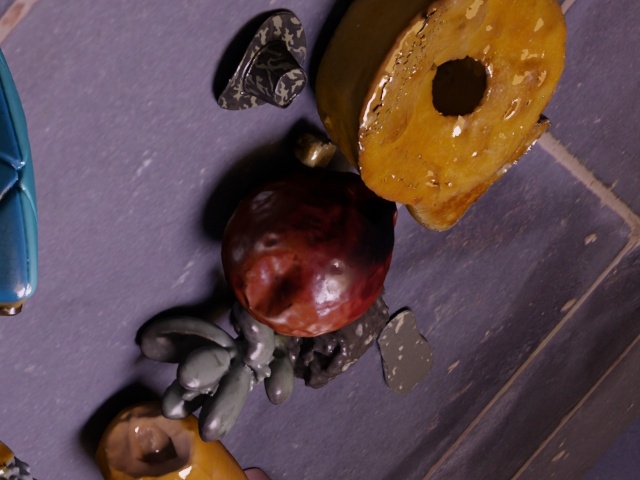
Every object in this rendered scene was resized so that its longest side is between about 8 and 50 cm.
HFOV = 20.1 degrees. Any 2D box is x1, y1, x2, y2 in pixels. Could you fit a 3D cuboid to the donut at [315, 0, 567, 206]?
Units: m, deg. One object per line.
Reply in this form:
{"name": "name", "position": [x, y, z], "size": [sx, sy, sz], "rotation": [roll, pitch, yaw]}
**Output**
{"name": "donut", "position": [0.112, -0.169, 1.780], "size": [0.277, 0.108, 0.277], "rotation": [-29, 141, -27]}

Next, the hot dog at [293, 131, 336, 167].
{"name": "hot dog", "position": [-0.009, -0.093, 1.828], "size": [0.030, 0.034, 0.090], "rotation": [-62, 173, 7]}

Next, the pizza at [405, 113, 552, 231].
{"name": "pizza", "position": [0.171, -0.097, 2.069], "size": [0.193, 0.053, 0.201], "rotation": [-26, 150, -16]}

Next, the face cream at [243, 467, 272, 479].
{"name": "face cream", "position": [-0.095, 0.380, 2.316], "size": [0.149, 0.104, 0.149], "rotation": [-36, 154, -21]}

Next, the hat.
{"name": "hat", "position": [-0.042, -0.151, 1.664], "size": [0.121, 0.050, 0.121], "rotation": [-39, 157, -20]}

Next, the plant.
{"name": "plant", "position": [-0.056, 0.108, 1.917], "size": [0.274, 0.146, 0.149], "rotation": [-27, 152, -37]}

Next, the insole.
{"name": "insole", "position": [0.112, 0.152, 2.417], "size": [0.081, 0.011, 0.248], "rotation": [-43, 156, -10]}

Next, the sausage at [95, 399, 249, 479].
{"name": "sausage", "position": [-0.154, 0.273, 2.038], "size": [0.134, 0.116, 0.354], "rotation": [-11, 158, 5]}

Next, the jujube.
{"name": "jujube", "position": [0.000, 0.000, 1.830], "size": [0.236, 0.168, 0.168], "rotation": [-40, 160, -54]}

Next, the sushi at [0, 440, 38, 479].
{"name": "sushi", "position": [-0.355, 0.262, 1.673], "size": [0.184, 0.139, 0.274], "rotation": [-25, 154, -43]}

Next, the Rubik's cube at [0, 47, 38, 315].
{"name": "Rubik's cube", "position": [-0.272, -0.092, 1.285], "size": [0.254, 0.254, 0.254], "rotation": [-37, 154, -22]}
